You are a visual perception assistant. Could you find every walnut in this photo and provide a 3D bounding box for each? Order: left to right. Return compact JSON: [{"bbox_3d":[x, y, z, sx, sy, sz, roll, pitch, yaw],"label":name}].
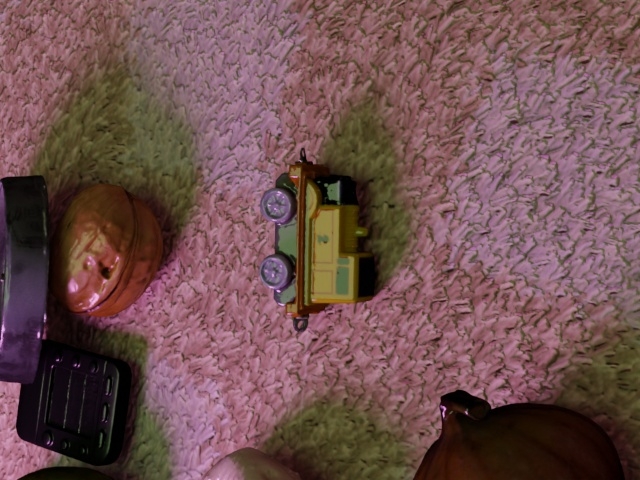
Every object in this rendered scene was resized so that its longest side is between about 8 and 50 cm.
[{"bbox_3d":[-0.278,0.019,1.760,0.144,0.144,0.180,37,99,27],"label":"walnut"}]

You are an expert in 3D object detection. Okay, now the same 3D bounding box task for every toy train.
[{"bbox_3d":[0.000,0.000,1.614,0.127,0.089,0.219,2,91,23],"label":"toy train"}]

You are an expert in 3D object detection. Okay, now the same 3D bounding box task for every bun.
[{"bbox_3d":[-0.072,0.368,1.632,0.231,0.133,0.231,-23,61,49],"label":"bun"}]

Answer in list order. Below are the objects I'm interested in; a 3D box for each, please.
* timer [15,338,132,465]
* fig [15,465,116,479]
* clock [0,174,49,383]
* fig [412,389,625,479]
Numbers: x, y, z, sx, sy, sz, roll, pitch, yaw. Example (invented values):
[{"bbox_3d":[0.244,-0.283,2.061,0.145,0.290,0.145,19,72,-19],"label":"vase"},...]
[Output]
[{"bbox_3d":[-0.331,0.218,1.851,0.187,0.055,0.144,11,94,37],"label":"timer"},{"bbox_3d":[-0.369,0.383,1.820,0.275,0.206,0.206,15,99,55],"label":"fig"},{"bbox_3d":[-0.400,0.051,1.795,0.280,0.055,0.281,-177,90,-72],"label":"clock"},{"bbox_3d":[0.196,0.262,1.404,0.214,0.235,0.235,48,114,23],"label":"fig"}]
